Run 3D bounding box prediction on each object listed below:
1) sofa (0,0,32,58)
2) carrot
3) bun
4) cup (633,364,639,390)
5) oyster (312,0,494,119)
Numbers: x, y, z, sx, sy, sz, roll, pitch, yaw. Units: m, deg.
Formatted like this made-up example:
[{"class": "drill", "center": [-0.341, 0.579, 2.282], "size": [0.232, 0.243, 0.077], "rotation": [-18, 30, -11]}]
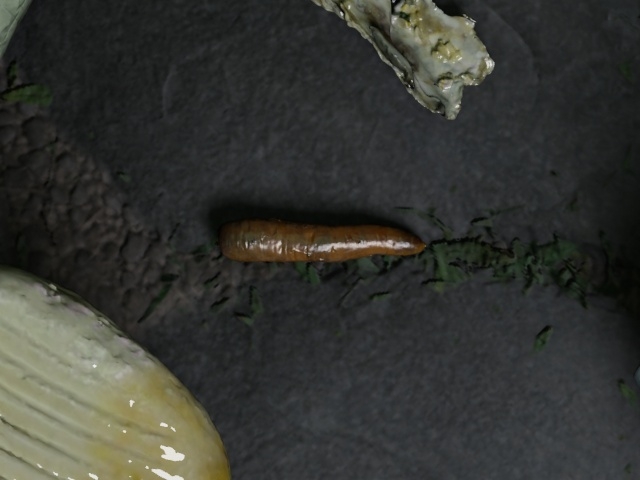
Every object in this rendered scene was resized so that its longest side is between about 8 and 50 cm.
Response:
[{"class": "sofa", "center": [-0.343, -0.226, 1.353], "size": [0.225, 0.176, 0.210], "rotation": [23, 74, 10]}, {"class": "carrot", "center": [0.000, 0.001, 1.339], "size": [0.165, 0.036, 0.036], "rotation": [2, 72, 0]}, {"class": "bun", "center": [-0.238, 0.209, 1.183], "size": [0.365, 0.219, 0.365], "rotation": [4, 74, -14]}, {"class": "cup", "center": [0.368, 0.181, 1.175], "size": [0.205, 0.205, 0.312], "rotation": [-22, 74, -5]}, {"class": "oyster", "center": [0.054, -0.179, 1.397], "size": [0.106, 0.061, 0.200], "rotation": [-26, 74, -25]}]
